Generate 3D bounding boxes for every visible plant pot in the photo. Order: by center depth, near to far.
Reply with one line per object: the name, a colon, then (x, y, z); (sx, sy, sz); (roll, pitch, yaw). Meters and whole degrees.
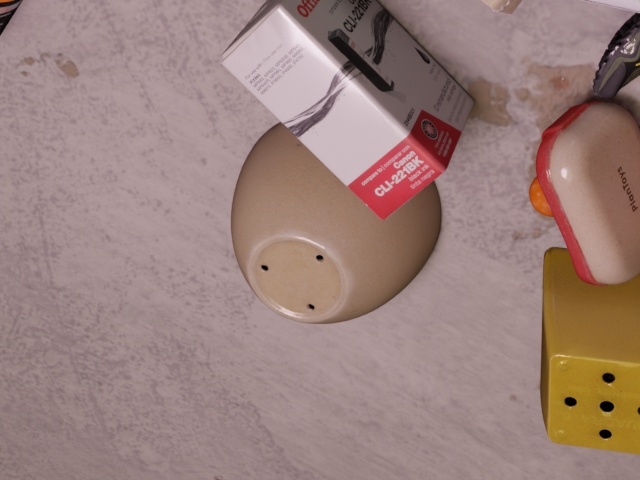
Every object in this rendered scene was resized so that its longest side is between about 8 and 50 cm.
plant pot: (0.377, 0.155, 1.639); (0.212, 0.187, 0.212); (6, 123, 16)
plant pot: (0.000, 0.000, 1.673); (0.284, 0.191, 0.284); (9, 124, 13)

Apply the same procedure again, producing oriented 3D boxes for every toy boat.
toy boat: (0.321, -0.055, 1.573); (0.151, 0.151, 0.231); (6, 129, 54)

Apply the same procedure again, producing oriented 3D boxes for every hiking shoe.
hiking shoe: (0.407, -0.223, 1.443); (0.114, 0.086, 0.227); (41, 125, -4)

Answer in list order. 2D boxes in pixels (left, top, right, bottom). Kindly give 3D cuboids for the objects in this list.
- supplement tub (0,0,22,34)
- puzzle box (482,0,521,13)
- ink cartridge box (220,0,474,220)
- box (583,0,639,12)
supplement tub: (-0.436, -0.374, 1.585); (0.193, 0.193, 0.316); (40, 125, -8)
puzzle box: (0.201, -0.463, 1.249); (0.272, 0.052, 0.409); (43, 112, 21)
ink cartridge box: (0.037, -0.190, 1.530); (0.273, 0.197, 0.114); (43, 124, -11)
box: (0.374, -0.356, 1.297); (0.231, 0.127, 0.261); (14, 107, 11)
